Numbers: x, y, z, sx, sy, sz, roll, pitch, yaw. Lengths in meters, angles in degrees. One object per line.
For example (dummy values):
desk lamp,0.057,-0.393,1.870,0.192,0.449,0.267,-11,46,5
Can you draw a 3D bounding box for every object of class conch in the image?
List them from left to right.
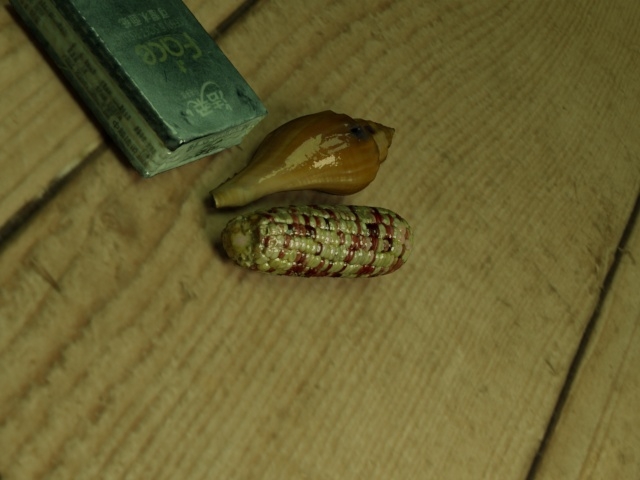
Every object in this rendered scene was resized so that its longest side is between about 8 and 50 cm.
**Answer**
conch,-0.010,-0.097,1.868,0.330,0.093,0.109,-20,79,-52

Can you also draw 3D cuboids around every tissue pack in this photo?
tissue pack,-0.198,-0.201,1.776,0.257,0.081,0.185,52,35,7

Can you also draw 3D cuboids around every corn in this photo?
corn,0.000,0.000,1.794,0.253,0.086,0.086,2,55,-45
